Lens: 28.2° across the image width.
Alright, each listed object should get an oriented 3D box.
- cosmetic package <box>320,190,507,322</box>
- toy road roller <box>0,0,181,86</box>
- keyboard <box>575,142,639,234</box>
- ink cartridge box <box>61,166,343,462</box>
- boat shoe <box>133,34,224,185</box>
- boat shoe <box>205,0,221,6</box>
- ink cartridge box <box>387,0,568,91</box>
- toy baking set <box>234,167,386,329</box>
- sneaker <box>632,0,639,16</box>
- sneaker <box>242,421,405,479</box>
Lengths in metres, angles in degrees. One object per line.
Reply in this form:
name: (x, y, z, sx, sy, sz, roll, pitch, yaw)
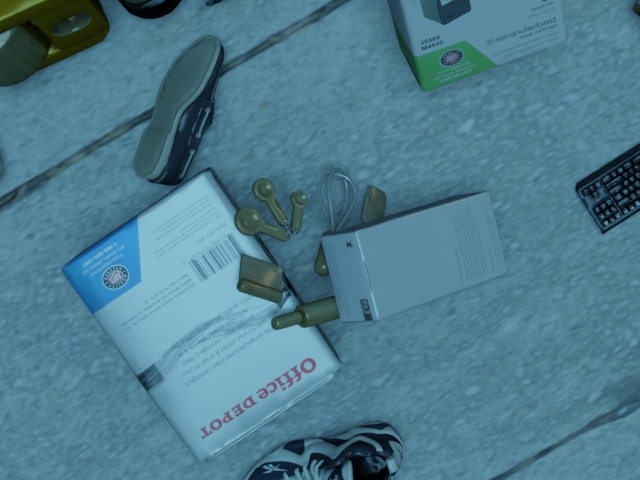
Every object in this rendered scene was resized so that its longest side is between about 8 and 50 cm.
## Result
cosmetic package: (0.121, 0.019, 1.606, 0.231, 0.085, 0.117, -15, 94, -34)
toy road roller: (-0.340, -0.362, 1.562, 0.330, 0.202, 0.240, -27, 82, 1)
keyboard: (0.441, -0.076, 1.693, 0.180, 0.023, 0.108, -33, 96, 3)
ink cartridge box: (-0.148, 0.093, 1.642, 0.223, 0.129, 0.307, -34, 96, 1)
boat shoe: (-0.173, -0.167, 1.659, 0.065, 0.075, 0.206, 26, 90, -47)
boat shoe: (-0.145, -0.393, 1.621, 0.083, 0.065, 0.183, -23, 97, 0)
ink cartridge box: (0.175, -0.341, 1.540, 0.198, 0.114, 0.273, -20, 136, 1)
toy baking set: (0.001, 0.007, 1.605, 0.256, 0.030, 0.196, -8, 81, -34)
sneaker: (0.561, -0.288, 1.635, 0.282, 0.099, 0.153, 31, 96, -2)
sneaker: (0.001, 0.315, 1.658, 0.235, 0.153, 0.094, -14, 95, 0)
